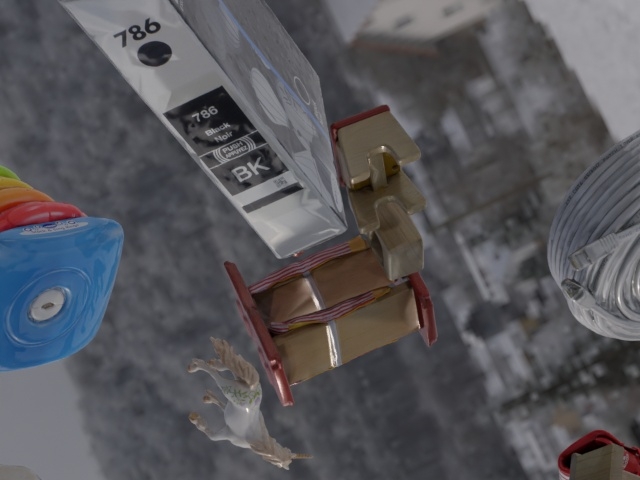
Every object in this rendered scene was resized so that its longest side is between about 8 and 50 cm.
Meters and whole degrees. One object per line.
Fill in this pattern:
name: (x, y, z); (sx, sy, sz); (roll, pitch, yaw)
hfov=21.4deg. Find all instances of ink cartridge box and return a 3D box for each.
ink cartridge box: (-0.088, -0.145, 1.130); (0.332, 0.065, 0.165); (49, -156, -45)

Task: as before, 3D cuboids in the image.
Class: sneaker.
sneaker: (0.375, 0.271, 1.927); (0.128, 0.221, 0.087); (53, -144, -57)

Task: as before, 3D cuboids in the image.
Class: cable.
cable: (0.344, -0.011, 1.653); (0.089, 0.257, 0.257); (53, -177, 37)

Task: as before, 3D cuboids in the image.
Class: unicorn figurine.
unicorn figurine: (-0.081, 0.177, 1.738); (0.111, 0.060, 0.162); (25, 149, 27)

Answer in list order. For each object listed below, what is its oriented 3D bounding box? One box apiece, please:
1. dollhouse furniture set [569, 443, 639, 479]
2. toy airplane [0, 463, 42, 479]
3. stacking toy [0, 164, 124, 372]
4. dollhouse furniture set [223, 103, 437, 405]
dollhouse furniture set: (0.293, 0.243, 1.384); (0.151, 0.123, 0.144); (-33, 40, 55)
toy airplane: (-0.325, 0.341, 1.255); (0.386, 0.384, 0.272); (42, 152, 46)
stacking toy: (-0.341, -0.023, 1.672); (0.302, 0.175, 0.165); (44, 129, 36)
dollhouse furniture set: (0.000, 0.000, 1.842); (0.374, 0.201, 0.152); (79, 167, -54)
